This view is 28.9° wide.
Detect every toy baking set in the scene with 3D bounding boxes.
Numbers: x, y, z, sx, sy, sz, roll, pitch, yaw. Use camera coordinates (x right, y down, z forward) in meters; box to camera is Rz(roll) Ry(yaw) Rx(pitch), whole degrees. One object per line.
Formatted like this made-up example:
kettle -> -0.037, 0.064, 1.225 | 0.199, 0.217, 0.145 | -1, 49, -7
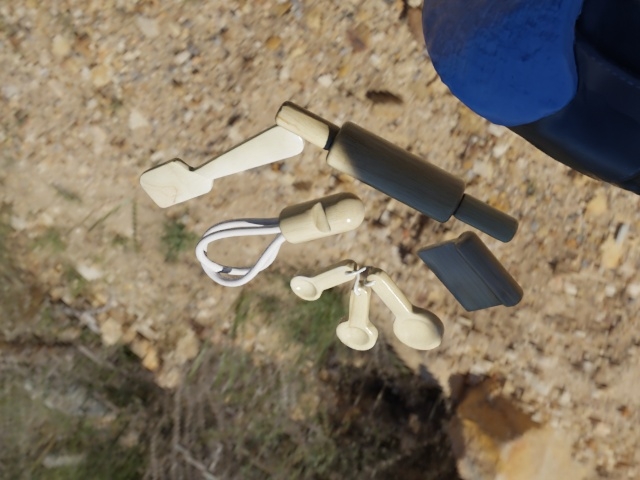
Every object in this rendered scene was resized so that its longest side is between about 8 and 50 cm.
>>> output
toy baking set -> 0.004, -0.003, 0.814 | 0.256, 0.030, 0.196 | 30, 138, -3

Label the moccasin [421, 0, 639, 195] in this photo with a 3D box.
moccasin -> 0.136, -0.166, 0.474 | 0.117, 0.342, 0.138 | 35, 159, -26
